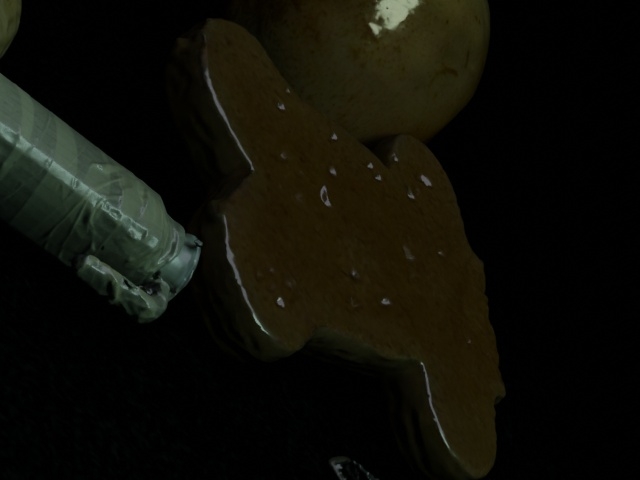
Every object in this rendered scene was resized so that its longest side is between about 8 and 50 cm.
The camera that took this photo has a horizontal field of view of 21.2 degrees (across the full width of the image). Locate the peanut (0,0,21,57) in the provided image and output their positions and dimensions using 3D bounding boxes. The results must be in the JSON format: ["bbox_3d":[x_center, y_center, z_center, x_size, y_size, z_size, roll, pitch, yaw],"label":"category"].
[{"bbox_3d":[-0.274,-0.187,1.225,0.274,0.125,0.111,-88,170,-60],"label":"peanut"}]

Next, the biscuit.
[{"bbox_3d":[0.015,0.024,1.479,0.394,0.076,0.368,28,43,-44],"label":"biscuit"}]

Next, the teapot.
[{"bbox_3d":[-0.173,-0.019,1.183,0.200,0.077,0.107,38,24,-30],"label":"teapot"}]

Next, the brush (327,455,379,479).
[{"bbox_3d":[0.067,0.238,1.297,0.034,0.027,0.190,13,40,-59],"label":"brush"}]

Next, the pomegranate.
[{"bbox_3d":[0.015,-0.222,1.713,0.319,0.319,0.319,43,18,-18],"label":"pomegranate"}]
